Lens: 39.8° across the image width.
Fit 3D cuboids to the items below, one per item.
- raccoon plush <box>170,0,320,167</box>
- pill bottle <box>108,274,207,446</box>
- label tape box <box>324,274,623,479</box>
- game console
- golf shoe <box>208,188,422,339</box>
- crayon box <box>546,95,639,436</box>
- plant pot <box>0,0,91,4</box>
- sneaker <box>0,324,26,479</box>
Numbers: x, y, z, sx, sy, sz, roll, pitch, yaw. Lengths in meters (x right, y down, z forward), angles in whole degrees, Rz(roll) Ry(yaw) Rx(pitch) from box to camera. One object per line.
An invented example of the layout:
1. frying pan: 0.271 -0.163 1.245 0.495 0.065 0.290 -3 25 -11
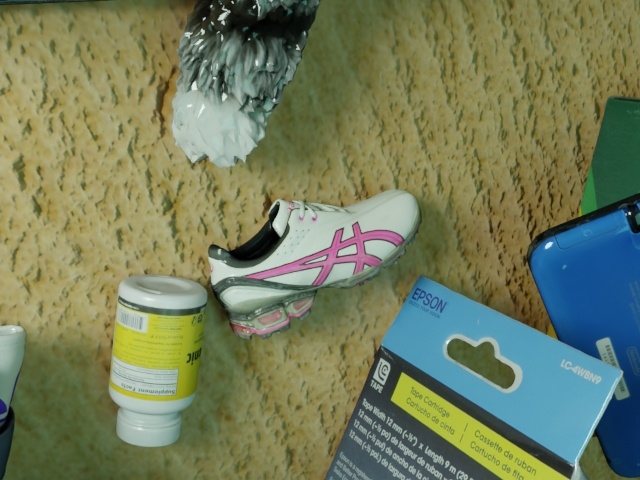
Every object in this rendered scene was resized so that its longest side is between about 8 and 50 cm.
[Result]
1. raccoon plush: -0.076 -0.286 0.501 0.299 0.216 0.447 21 93 -25
2. pill bottle: -0.121 0.088 0.649 0.065 0.065 0.116 2 103 -31
3. label tape box: 0.112 0.231 0.714 0.115 0.249 0.348 23 92 -33
4. game console: 0.336 0.037 0.827 0.250 0.173 0.293 -22 117 11
5. golf shoe: 0.000 0.000 0.694 0.186 0.067 0.086 -30 115 -20
6. crayon box: 0.347 0.033 0.896 0.203 0.083 0.323 7 99 -31
7. plant pot: -0.190 -0.226 0.453 0.187 0.188 0.167 -7 91 -19
8. sneaker: -0.222 0.179 0.574 0.322 0.130 0.236 34 91 -27
